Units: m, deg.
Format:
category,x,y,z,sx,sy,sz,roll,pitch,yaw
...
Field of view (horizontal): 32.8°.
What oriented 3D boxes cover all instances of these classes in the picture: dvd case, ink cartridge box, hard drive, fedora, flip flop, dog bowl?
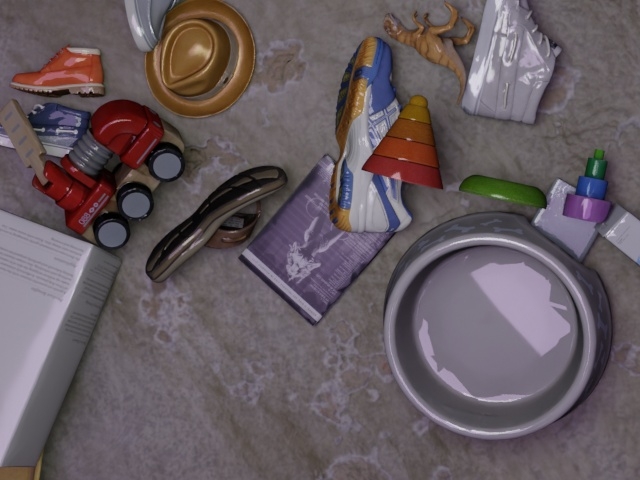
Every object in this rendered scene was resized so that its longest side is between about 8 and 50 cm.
category,x,y,z,sx,sy,sz,roll,pitch,yaw
dvd case,0.000,0.000,1.711,0.164,0.018,0.221,42,101,6
ink cartridge box,0.460,0.007,1.559,0.122,0.088,0.052,37,100,-4
hard drive,0.360,-0.013,1.626,0.094,0.022,0.135,30,100,9
fedora,-0.199,-0.287,1.705,0.194,0.079,0.194,1,95,13
flip flop,-0.157,-0.018,1.710,0.277,0.112,0.080,-41,111,10
dog bowl,0.252,0.134,1.607,0.349,0.102,0.349,3,100,16

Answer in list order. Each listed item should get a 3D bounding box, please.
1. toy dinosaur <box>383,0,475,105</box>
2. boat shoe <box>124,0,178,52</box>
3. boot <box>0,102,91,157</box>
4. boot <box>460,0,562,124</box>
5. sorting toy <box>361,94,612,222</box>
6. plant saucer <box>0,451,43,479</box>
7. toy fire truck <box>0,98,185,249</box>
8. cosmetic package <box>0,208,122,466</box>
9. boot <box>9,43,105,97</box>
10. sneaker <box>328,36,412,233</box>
category,x,y,z,sx,sy,sz,roll,pitch,yaw
toy dinosaur,0.182,-0.285,1.619,0.112,0.064,0.211,-51,54,7
boat shoe,-0.254,-0.402,1.687,0.081,0.079,0.227,-7,72,12
boot,-0.470,-0.187,1.787,0.190,0.069,0.086,11,89,4
boot,0.294,-0.301,1.595,0.123,0.095,0.258,14,105,6
sorting toy,0.247,-0.119,1.548,0.365,0.127,0.126,11,94,-7
plant saucer,-0.621,0.423,1.852,0.333,0.081,0.332,11,97,12
toy fire truck,-0.365,-0.142,1.690,0.246,0.158,0.217,34,104,-28
cosmetic package,-0.486,0.154,1.719,0.197,0.155,0.365,21,84,11
boot,-0.429,-0.276,1.773,0.158,0.059,0.084,-1,91,5
sneaker,0.092,-0.156,1.650,0.131,0.112,0.296,6,91,-13
